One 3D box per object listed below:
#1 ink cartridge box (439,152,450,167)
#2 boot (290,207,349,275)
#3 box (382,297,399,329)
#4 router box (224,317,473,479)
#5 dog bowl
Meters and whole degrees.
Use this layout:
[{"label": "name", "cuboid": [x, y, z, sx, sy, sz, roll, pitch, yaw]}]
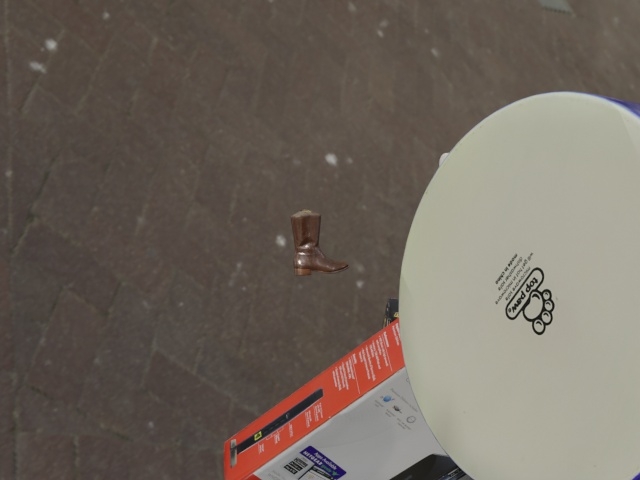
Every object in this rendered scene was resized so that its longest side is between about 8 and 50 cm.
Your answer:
[{"label": "ink cartridge box", "cuboid": [0.273, 0.014, 0.883, 0.353, 0.119, 0.207, -7, 105, -36]}, {"label": "boot", "cuboid": [0.000, 0.000, 1.599, 0.106, 0.037, 0.114, -5, 97, -25]}, {"label": "box", "cuboid": [0.234, 0.213, 1.356, 0.295, 0.073, 0.293, 8, 34, 0]}, {"label": "router box", "cuboid": [0.101, 0.281, 1.146, 0.335, 0.301, 0.082, 43, 19, -29]}, {"label": "dog bowl", "cuboid": [0.171, 0.039, 0.608, 0.104, 0.265, 0.265, 6, 57, -34]}]
